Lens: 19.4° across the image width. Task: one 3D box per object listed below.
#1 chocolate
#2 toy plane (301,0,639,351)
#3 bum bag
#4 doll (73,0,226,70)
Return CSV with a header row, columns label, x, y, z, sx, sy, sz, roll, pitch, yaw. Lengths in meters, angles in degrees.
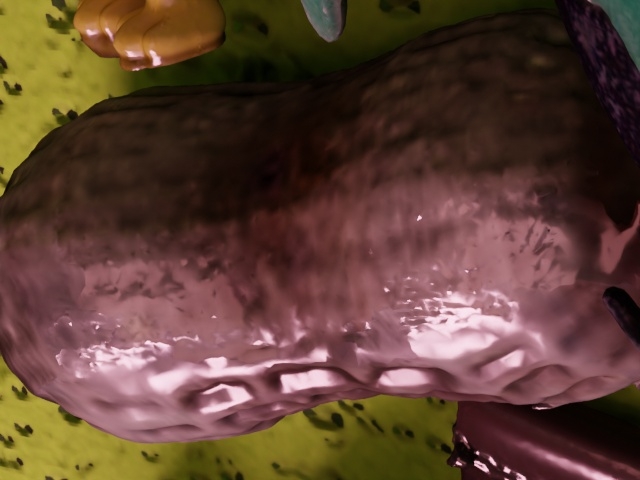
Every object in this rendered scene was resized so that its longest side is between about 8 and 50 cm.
label,x,y,z,sx,sy,sz,roll,pitch,yaw
chocolate,0.000,0.000,0.520,0.248,0.110,0.110,-12,112,35
toy plane,0.083,-0.057,0.355,0.382,0.106,0.155,38,154,53
bum bag,0.089,0.119,0.590,0.109,0.026,0.159,19,130,27
doll,-0.064,-0.145,0.482,0.129,0.081,0.207,34,144,60
